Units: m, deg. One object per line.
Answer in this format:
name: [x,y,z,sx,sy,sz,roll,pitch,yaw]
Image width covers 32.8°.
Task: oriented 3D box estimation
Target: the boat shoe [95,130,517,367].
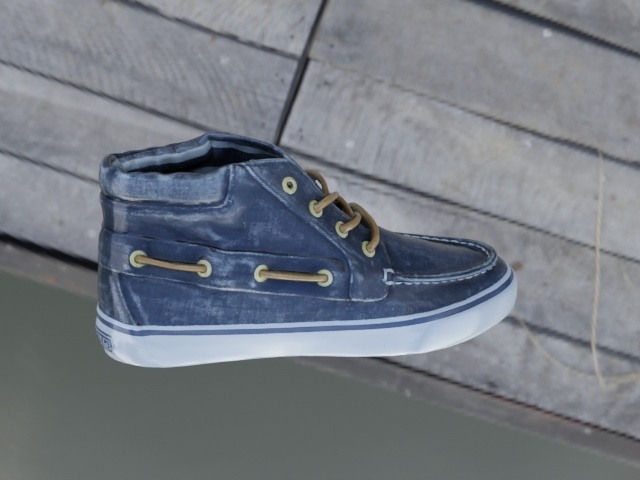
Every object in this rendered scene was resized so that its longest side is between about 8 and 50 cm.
boat shoe: [0.000,0.000,0.446,0.183,0.065,0.083,-5,112,-17]
